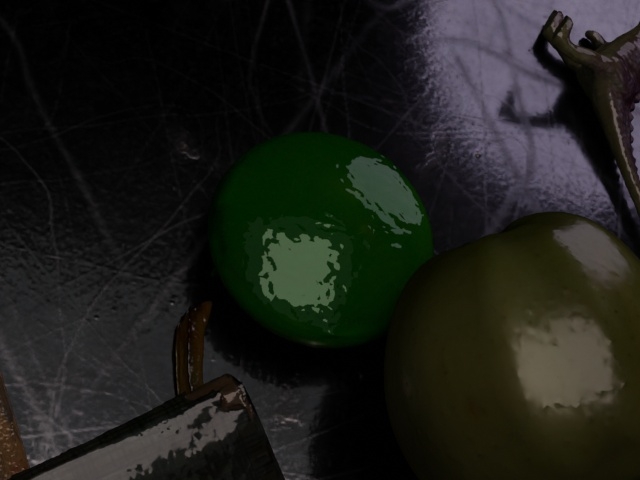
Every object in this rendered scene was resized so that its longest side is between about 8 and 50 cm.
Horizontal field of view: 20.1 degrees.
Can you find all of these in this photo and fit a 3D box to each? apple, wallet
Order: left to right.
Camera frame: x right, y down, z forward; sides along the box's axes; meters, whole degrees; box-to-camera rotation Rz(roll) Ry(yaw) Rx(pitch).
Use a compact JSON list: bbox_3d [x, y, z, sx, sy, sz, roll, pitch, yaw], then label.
[{"bbox_3d":[-0.171,0.243,1.439,0.317,0.044,0.169,-24,93,-22],"label":"wallet"},{"bbox_3d":[0.183,0.113,1.512,0.279,0.279,0.279,6,65,-14],"label":"apple"}]

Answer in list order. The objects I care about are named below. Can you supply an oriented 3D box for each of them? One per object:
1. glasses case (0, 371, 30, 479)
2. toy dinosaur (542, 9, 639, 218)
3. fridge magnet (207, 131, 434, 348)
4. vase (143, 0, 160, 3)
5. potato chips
[{"bbox_3d":[-0.285,0.147,1.477,0.064,0.041,0.170,-13,71,-22],"label":"glasses case"},{"bbox_3d":[0.298,-0.142,1.771,0.199,0.072,0.251,34,51,-11],"label":"toy dinosaur"},{"bbox_3d":[0.000,0.000,1.603,0.208,0.088,0.208,7,65,-15],"label":"fridge magnet"},{"bbox_3d":[-0.089,-0.316,1.718,0.237,0.115,0.115,-39,82,-23],"label":"vase"},{"bbox_3d":[-0.099,0.148,1.543,0.037,0.026,0.204,4,64,-30],"label":"potato chips"}]
